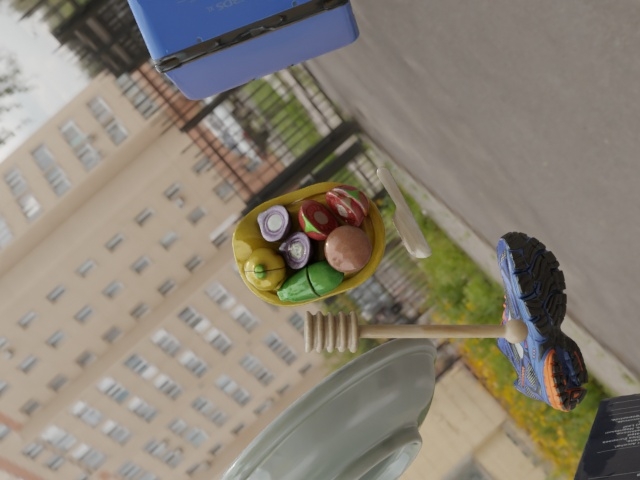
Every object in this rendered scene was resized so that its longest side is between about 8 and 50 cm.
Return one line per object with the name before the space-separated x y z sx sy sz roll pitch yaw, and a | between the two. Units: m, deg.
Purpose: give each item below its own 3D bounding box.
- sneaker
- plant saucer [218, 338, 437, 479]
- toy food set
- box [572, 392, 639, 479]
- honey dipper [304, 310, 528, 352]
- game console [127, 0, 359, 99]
sneaker | 0.238 0.097 1.125 0.087 0.083 0.221 -4 105 47
plant saucer | 0.024 0.295 1.262 0.100 0.400 0.400 47 179 23
toy food set | 0.000 0.000 1.069 0.071 0.217 0.128 -17 -93 -79
box | 0.342 0.340 0.814 0.312 0.178 0.343 -36 -71 -61
honey dipper | 0.069 0.066 0.688 0.030 0.160 0.031 -179 90 -86
game console | -0.112 -0.350 1.410 0.173 0.293 0.250 -96 -14 -71
